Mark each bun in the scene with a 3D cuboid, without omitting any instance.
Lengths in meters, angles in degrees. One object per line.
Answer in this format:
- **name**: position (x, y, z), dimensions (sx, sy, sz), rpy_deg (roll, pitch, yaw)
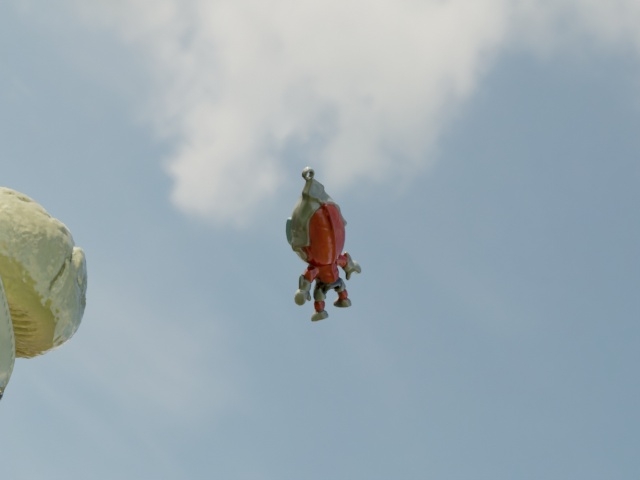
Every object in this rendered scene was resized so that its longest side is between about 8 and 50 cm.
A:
- **bun**: position (-0.273, 0.023, 1.578), dimensions (0.164, 0.111, 0.188), rpy_deg (14, -30, 27)

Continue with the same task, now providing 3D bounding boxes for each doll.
- **doll**: position (-0.001, 0.000, 1.284), dimensions (0.039, 0.057, 0.114), rpy_deg (-132, -151, -66)

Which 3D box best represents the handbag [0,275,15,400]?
- **handbag**: position (-0.388, 0.051, 1.294), dimensions (0.160, 0.358, 0.237), rpy_deg (-22, -91, 27)
